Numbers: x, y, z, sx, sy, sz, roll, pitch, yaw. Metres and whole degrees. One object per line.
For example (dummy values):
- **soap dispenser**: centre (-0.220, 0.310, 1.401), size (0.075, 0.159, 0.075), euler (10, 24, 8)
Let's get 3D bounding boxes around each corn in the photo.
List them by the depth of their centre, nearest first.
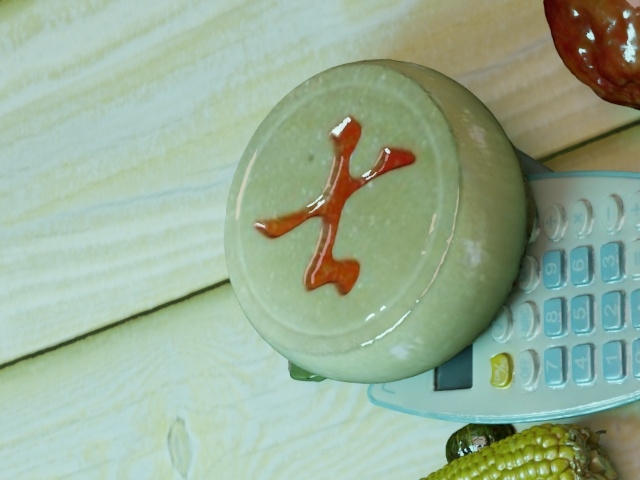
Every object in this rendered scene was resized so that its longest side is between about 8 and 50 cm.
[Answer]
- **corn**: centre (0.151, 0.267, 1.721), size (0.305, 0.106, 0.106), euler (-26, 65, 27)

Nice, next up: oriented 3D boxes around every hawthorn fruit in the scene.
- **hawthorn fruit**: centre (0.320, -0.213, 1.695), size (0.189, 0.189, 0.251), euler (-19, 72, 27)

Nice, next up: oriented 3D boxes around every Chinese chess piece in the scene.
- **Chinese chess piece**: centre (0.056, -0.019, 1.772), size (0.338, 0.140, 0.338), euler (-13, 68, 37)

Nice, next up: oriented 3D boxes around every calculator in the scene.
- **calculator**: centre (0.217, 0.060, 1.743), size (0.386, 0.054, 0.256), euler (-10, 72, 38)

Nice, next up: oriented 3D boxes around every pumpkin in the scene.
- **pumpkin**: centre (0.160, 0.213, 1.774), size (0.083, 0.028, 0.050), euler (-31, 64, 27)

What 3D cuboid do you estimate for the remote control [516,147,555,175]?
- **remote control**: centre (0.191, -0.083, 1.834), size (0.184, 0.027, 0.050), euler (36, 100, 33)

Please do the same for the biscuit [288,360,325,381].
- **biscuit**: centre (0.000, 0.000, 1.927), size (0.099, 0.038, 0.323), euler (-11, 71, 26)
